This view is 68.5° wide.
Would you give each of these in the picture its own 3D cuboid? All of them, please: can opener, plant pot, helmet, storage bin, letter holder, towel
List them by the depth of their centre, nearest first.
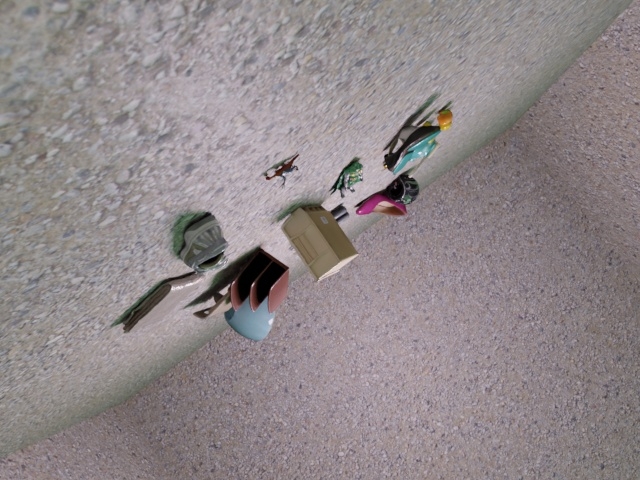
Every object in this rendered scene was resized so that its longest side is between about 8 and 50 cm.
[{"bbox_3d":[-0.526,0.205,1.571,0.282,0.049,0.187,-40,173,21],"label":"towel"},{"bbox_3d":[0.000,0.000,1.811,0.123,0.260,0.262,-37,172,19],"label":"storage bin"},{"bbox_3d":[-0.258,0.213,1.975,0.214,0.152,0.302,-50,166,-26],"label":"letter holder"},{"bbox_3d":[0.016,-0.053,2.185,0.280,0.093,0.074,-37,133,-6],"label":"can opener"},{"bbox_3d":[-0.402,0.384,2.533,0.195,0.290,0.290,17,138,-34],"label":"plant pot"},{"bbox_3d":[0.462,-0.279,2.580,0.161,0.169,0.169,-4,152,-42],"label":"helmet"}]

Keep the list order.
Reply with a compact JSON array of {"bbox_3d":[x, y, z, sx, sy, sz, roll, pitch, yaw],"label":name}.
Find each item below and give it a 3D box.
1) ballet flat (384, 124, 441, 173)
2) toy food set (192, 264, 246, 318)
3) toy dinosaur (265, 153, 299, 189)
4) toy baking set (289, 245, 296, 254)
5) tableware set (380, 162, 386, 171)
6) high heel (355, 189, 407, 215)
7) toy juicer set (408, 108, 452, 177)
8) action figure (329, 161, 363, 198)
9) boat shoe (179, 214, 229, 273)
[{"bbox_3d":[0.311,-0.345,1.680,0.095,0.096,0.280,-25,169,-37],"label":"ballet flat"},{"bbox_3d":[-0.409,0.219,2.088,0.306,0.092,0.219,-45,171,9],"label":"toy food set"},{"bbox_3d":[-0.101,-0.179,1.193,0.082,0.047,0.090,-18,130,-38],"label":"toy dinosaur"},{"bbox_3d":[-0.065,-0.014,2.341,0.196,0.030,0.256,-26,163,-21],"label":"toy baking set"},{"bbox_3d":[0.313,-0.350,1.959,0.104,0.024,0.154,-32,171,-49],"label":"tableware set"},{"bbox_3d":[0.347,-0.170,2.593,0.377,0.181,0.127,-29,170,-41],"label":"high heel"},{"bbox_3d":[0.431,-0.412,1.893,0.209,0.089,0.329,-47,167,-16],"label":"toy juicer set"},{"bbox_3d":[0.111,-0.224,1.708,0.137,0.063,0.232,-31,168,-13],"label":"action figure"},{"bbox_3d":[-0.305,0.036,1.279,0.118,0.103,0.320,-32,171,-25],"label":"boat shoe"}]
